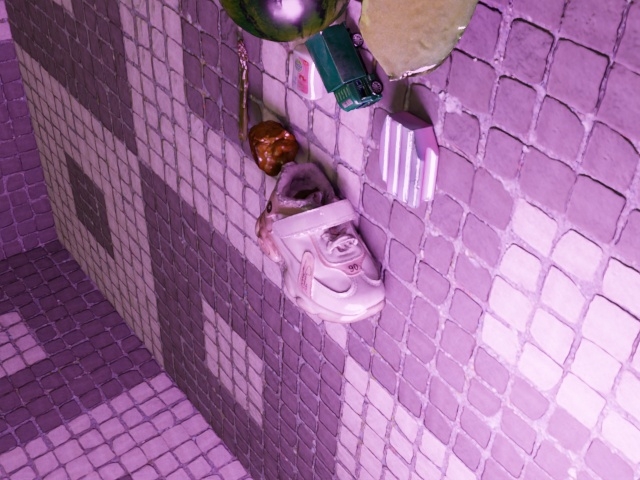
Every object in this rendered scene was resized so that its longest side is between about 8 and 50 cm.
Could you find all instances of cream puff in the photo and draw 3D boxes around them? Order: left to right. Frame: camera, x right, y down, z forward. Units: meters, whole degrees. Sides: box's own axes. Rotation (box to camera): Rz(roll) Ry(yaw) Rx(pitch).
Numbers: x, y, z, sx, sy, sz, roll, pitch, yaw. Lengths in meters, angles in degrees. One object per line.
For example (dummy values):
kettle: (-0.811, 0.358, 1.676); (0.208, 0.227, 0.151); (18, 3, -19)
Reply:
cream puff: (-0.097, -0.196, 1.589); (0.122, 0.094, 0.116); (161, 88, -83)

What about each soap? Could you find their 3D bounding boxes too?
soap: (0.148, -0.142, 1.276); (0.100, 0.056, 0.149); (35, 139, 37)

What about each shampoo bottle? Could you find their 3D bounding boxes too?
shampoo bottle: (-0.023, -0.322, 1.420); (0.072, 0.043, 0.099); (41, 142, 35)

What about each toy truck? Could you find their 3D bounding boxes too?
toy truck: (0.045, -0.295, 1.302); (0.065, 0.079, 0.147); (-18, 98, 59)

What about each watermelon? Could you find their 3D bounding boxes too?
watermelon: (-0.057, -0.438, 1.192); (0.242, 0.242, 0.242); (36, 140, 39)

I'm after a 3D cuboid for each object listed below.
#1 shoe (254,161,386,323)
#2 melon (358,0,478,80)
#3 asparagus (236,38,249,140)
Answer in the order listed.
shoe: (-0.002, 0.001, 1.501); (0.351, 0.172, 0.198); (43, 140, 29)
melon: (0.099, -0.404, 1.015); (0.331, 0.226, 0.343); (9, 130, 57)
asparagus: (-0.170, -0.325, 1.664); (0.024, 0.025, 0.248); (-123, 27, -42)
